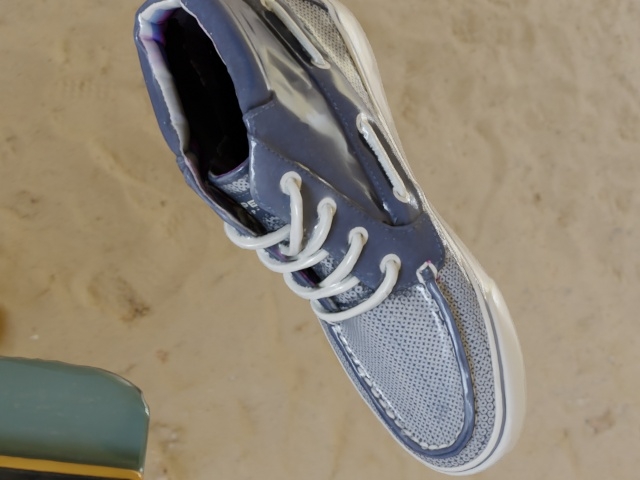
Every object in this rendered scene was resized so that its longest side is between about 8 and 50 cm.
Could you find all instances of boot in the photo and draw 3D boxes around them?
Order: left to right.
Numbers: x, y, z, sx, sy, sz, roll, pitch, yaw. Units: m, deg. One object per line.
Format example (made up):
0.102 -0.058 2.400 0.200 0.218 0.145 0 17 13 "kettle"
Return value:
0.000 0.000 0.394 0.086 0.069 0.190 -14 75 -56 "boot"

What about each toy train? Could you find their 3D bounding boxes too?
-0.156 0.198 0.616 0.142 0.334 0.190 8 60 -7 "toy train"
